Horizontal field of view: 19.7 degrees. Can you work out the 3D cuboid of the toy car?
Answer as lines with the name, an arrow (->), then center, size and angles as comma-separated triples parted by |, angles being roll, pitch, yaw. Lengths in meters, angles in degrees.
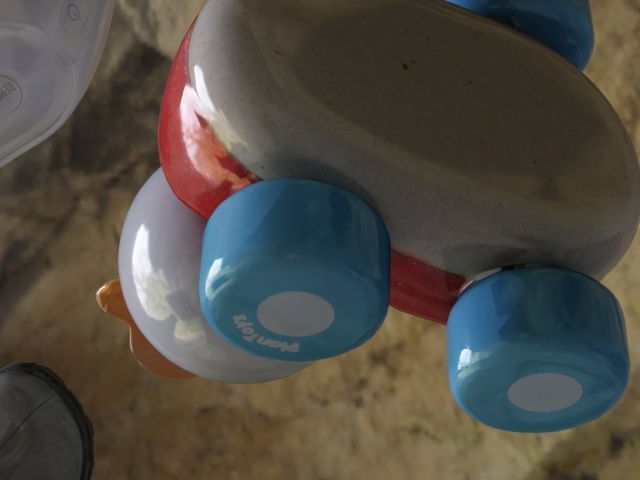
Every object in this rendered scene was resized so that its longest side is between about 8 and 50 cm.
toy car -> 0.000, 0.000, 0.822 | 0.210, 0.219, 0.238 | 19, -40, -22

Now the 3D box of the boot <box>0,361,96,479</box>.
boot -> -0.210, 0.169, 0.844 | 0.246, 0.083, 0.161 | -48, -5, 15

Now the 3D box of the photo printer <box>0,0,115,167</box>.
photo printer -> -0.254, -0.120, 1.125 | 0.307, 0.256, 0.107 | -30, -53, 19
